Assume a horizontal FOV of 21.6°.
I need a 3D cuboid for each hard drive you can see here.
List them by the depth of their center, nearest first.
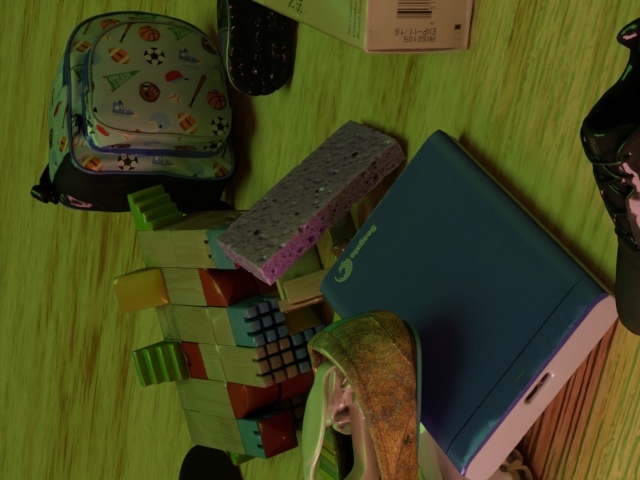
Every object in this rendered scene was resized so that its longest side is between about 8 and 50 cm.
[{"bbox_3d":[0.132,0.053,1.607,0.210,0.040,0.319,-54,38,12],"label":"hard drive"}]

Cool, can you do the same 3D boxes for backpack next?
[{"bbox_3d":[-0.241,-0.180,2.233,0.213,0.276,0.263,-55,38,46],"label":"backpack"}]

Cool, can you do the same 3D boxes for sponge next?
[{"bbox_3d":[-0.011,-0.045,1.841,0.031,0.210,0.117,54,167,-28],"label":"sponge"}]

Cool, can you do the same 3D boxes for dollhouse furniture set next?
[{"bbox_3d":[0.000,0.000,1.848,0.151,0.144,0.123,19,-126,-82],"label":"dollhouse furniture set"}]

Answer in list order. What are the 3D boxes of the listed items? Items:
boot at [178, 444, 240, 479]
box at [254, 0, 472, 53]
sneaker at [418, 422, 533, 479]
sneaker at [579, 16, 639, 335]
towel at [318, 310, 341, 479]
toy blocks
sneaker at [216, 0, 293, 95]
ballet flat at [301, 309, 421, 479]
[{"bbox_3d":[-0.168,0.442,2.395,0.280,0.096,0.264,130,123,-66],"label":"boot"},{"bbox_3d":[0.035,-0.297,1.769,0.311,0.121,0.148,-147,56,-59],"label":"box"},{"bbox_3d":[0.162,0.240,1.632,0.129,0.111,0.297,-5,83,38],"label":"sneaker"},{"bbox_3d":[0.258,-0.056,1.325,0.109,0.130,0.286,39,130,55],"label":"sneaker"},{"bbox_3d":[0.039,0.183,1.957,0.102,0.021,0.237,30,120,54],"label":"towel"},{"bbox_3d":[-0.094,0.112,2.063,0.261,0.190,0.382,1,107,58],"label":"toy blocks"},{"bbox_3d":[-0.090,-0.329,2.059,0.124,0.107,0.283,-127,40,-58],"label":"sneaker"},{"bbox_3d":[0.042,0.240,1.549,0.123,0.123,0.349,4,100,65],"label":"ballet flat"}]
